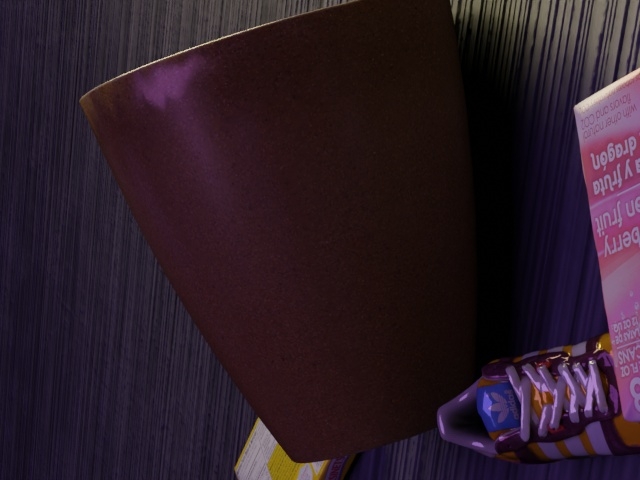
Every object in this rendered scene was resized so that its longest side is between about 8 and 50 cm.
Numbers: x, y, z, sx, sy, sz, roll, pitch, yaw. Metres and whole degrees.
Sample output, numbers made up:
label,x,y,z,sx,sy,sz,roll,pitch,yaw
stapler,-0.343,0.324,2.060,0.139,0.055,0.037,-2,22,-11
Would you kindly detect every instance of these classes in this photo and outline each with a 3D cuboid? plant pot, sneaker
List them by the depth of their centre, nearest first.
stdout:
label,x,y,z,sx,sy,sz,roll,pitch,yaw
sneaker,0.132,0.087,0.977,0.185,0.084,0.069,141,124,-61
plant pot,0.000,0.000,1.130,0.237,0.237,0.254,-17,90,65

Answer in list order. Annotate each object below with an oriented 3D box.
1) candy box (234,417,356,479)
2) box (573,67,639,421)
label,x,y,z,sx,sy,sz,roll,pitch,yaw
candy box,-0.015,0.155,1.375,0.206,0.027,0.105,114,147,-44
box,0.237,-0.028,0.657,0.300,0.154,0.142,150,116,-62
